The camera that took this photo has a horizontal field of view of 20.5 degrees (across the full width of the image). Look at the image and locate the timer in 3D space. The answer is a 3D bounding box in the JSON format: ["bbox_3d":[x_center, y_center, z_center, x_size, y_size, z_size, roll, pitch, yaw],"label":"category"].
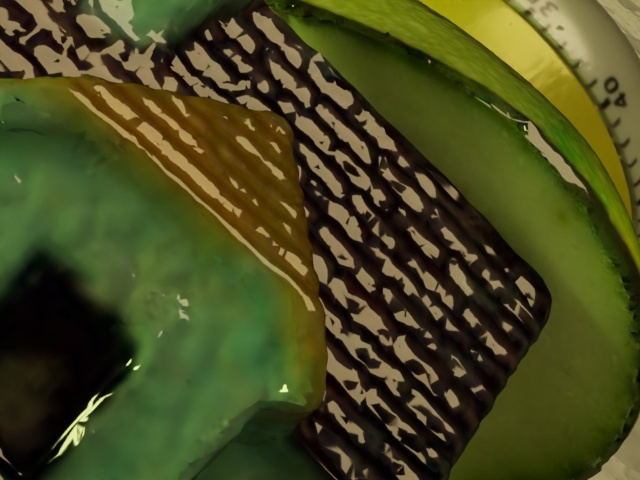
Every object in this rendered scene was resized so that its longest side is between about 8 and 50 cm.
[{"bbox_3d":[0.040,-0.026,1.045,0.285,0.285,0.285,33,22,-15],"label":"timer"}]

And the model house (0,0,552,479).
[{"bbox_3d":[-0.047,0.012,0.618,0.280,0.249,0.230,44,-11,-3],"label":"model house"}]

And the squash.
[{"bbox_3d":[0.000,0.000,0.781,0.210,0.233,0.309,-8,31,-21],"label":"squash"}]
